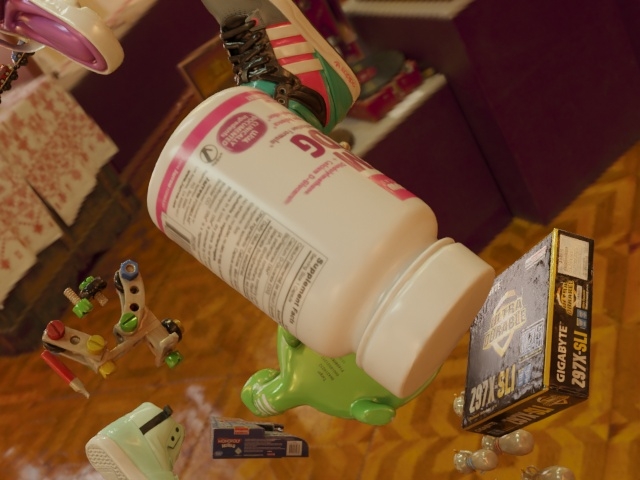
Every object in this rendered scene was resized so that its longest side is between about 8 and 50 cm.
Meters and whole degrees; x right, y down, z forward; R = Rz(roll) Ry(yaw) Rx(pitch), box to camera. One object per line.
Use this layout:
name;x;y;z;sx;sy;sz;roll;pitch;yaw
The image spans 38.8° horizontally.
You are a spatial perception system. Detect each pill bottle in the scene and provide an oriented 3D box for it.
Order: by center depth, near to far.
pill bottle;0.000;0.000;0.799;0.283;0.160;0.160;36;66;19

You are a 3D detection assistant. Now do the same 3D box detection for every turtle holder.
turtle holder;0.048;0.154;1.343;0.227;0.243;0.320;-108;42;-85

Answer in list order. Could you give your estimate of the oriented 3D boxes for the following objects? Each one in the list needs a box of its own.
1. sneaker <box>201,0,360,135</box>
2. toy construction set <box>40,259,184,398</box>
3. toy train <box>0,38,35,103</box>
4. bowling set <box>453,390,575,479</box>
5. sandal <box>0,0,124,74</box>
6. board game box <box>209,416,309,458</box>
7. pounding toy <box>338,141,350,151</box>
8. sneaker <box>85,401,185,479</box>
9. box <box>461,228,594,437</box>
sneaker;-0.087;-0.224;1.221;0.123;0.295;0.178;-11;45;52
toy construction set;-0.426;0.226;1.885;0.309;0.237;0.257;-49;-6;33
toy train;-0.546;-0.287;1.576;0.158;0.036;0.027;-53;38;8
bowling set;0.329;0.447;1.774;0.200;0.287;0.154;-44;2;-26
sandal;-0.479;-0.335;1.368;0.416;0.169;0.102;22;66;28
board game box;-0.145;0.387;1.795;0.194;0.060;0.194;5;-5;-22
pounding toy;0.054;0.022;1.060;0.110;0.237;0.183;1;30;35
sneaker;-0.227;0.367;1.408;0.094;0.256;0.151;-37;2;41
box;0.331;0.162;1.477;0.322;0.079;0.257;123;157;-64
